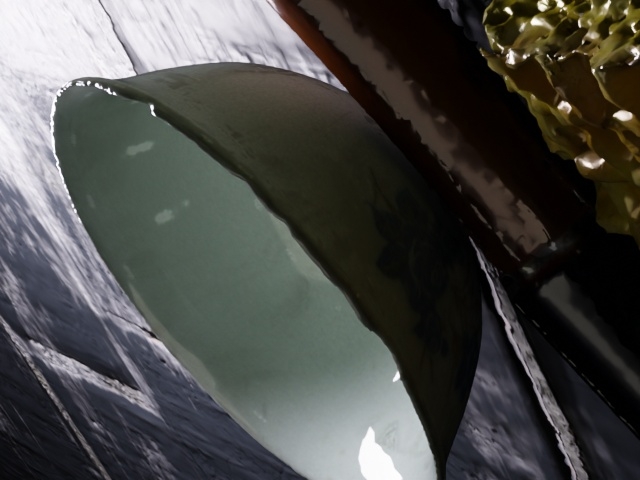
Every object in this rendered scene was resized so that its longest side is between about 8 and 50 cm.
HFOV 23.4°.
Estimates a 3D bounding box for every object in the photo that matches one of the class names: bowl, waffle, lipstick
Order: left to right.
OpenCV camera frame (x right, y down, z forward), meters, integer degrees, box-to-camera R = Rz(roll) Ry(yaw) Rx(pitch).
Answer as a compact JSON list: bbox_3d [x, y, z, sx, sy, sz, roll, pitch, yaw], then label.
[{"bbox_3d":[0.000,0.000,0.891,0.313,0.146,0.313,41,157,22],"label":"bowl"},{"bbox_3d":[0.090,-0.034,0.777,0.418,0.077,0.077,50,156,-1],"label":"lipstick"},{"bbox_3d":[0.173,-0.008,0.592,0.312,0.060,0.307,42,175,35],"label":"waffle"}]
